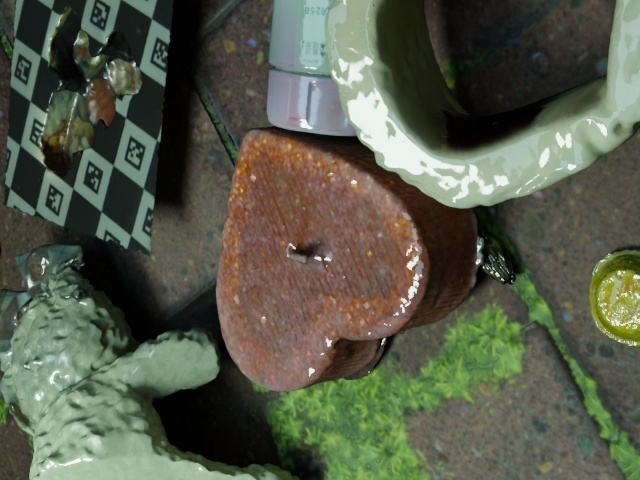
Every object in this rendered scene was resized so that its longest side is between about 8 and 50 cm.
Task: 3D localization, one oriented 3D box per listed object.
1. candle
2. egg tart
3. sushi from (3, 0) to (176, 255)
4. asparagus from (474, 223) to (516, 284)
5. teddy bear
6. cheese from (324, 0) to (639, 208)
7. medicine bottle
[{"bbox_3d":[0.000,0.000,1.469,0.317,0.131,0.287,-31,75,39],"label":"candle"},{"bbox_3d":[0.300,0.056,1.327,0.105,0.039,0.105,3,95,35],"label":"egg tart"},{"bbox_3d":[-0.267,-0.179,1.710,0.320,0.068,0.340,16,105,43],"label":"sushi"},{"bbox_3d":[0.149,-0.016,1.435,0.036,0.030,0.165,-46,67,15],"label":"asparagus"},{"bbox_3d":[-0.223,0.204,1.690,0.327,0.375,0.362,-57,22,27],"label":"teddy bear"},{"bbox_3d":[0.184,-0.196,1.276,0.332,0.153,0.292,-17,100,29],"label":"cheese"},{"bbox_3d":[0.011,-0.200,1.452,0.135,0.135,0.169,13,102,35],"label":"medicine bottle"}]
